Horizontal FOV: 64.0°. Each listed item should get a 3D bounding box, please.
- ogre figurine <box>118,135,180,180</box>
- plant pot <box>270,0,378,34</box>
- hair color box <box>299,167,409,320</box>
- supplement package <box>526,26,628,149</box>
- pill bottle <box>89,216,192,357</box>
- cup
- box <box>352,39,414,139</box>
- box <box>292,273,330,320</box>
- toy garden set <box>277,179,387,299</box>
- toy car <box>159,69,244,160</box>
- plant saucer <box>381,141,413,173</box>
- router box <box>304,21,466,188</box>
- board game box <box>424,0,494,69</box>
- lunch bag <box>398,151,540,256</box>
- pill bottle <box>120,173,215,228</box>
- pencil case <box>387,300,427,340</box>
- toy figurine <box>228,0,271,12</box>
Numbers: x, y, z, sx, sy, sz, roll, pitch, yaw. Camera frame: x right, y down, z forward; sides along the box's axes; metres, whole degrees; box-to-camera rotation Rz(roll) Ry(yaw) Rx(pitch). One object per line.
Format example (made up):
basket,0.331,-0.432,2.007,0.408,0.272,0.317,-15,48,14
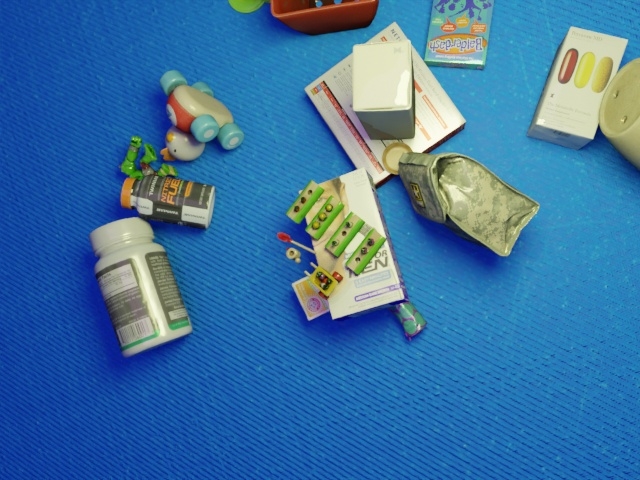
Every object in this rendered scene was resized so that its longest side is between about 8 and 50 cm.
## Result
ogre figurine,-0.513,-0.204,1.520,0.118,0.097,0.197,-37,125,14
plant pot,0.027,-0.687,1.348,0.267,0.235,0.268,-4,88,13
hair color box,0.082,0.012,1.280,0.185,0.110,0.339,-19,75,14
supplement package,0.624,-0.369,1.260,0.138,0.134,0.244,18,92,12
pill bottle,-0.517,0.130,1.461,0.204,0.204,0.362,-22,84,11
cup,0.759,-0.280,1.099,0.236,0.331,0.332,12,91,-6
box,0.156,-0.333,1.185,0.121,0.311,0.148,0,89,12
box,0.042,0.123,1.390,0.203,0.103,0.114,-26,82,10
toy garden set,0.000,0.000,1.226,0.244,0.049,0.204,39,96,20
toy car,-0.384,-0.307,1.458,0.238,0.210,0.219,-45,69,20
plant saucer,0.201,-0.212,1.325,0.083,0.015,0.084,0,90,10
router box,0.171,-0.356,1.386,0.301,0.082,0.336,-33,82,9
board game box,0.371,-0.570,1.365,0.159,0.047,0.211,8,91,12
lunch bag,0.322,-0.109,1.220,0.286,0.235,0.169,32,95,-14
pill bottle,-0.431,-0.114,1.451,0.245,0.130,0.131,10,91,-8
pencil case,0.215,0.186,1.370,0.070,0.064,0.152,-39,80,-7
toy figurine,-0.211,-0.739,1.441,0.172,0.159,0.130,7,90,12
